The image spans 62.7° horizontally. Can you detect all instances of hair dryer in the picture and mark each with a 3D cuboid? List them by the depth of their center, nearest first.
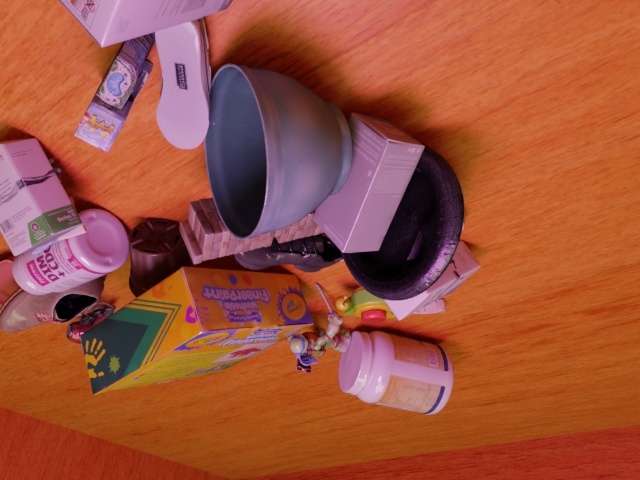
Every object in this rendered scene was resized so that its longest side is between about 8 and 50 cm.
[{"bbox_3d":[-0.718,0.279,1.684,0.224,0.080,0.293,-8,156,10],"label":"hair dryer"}]

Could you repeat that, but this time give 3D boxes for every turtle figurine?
[{"bbox_3d":[-0.018,0.253,1.594,0.198,0.274,0.266,-34,154,11],"label":"turtle figurine"}]

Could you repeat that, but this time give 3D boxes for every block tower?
[{"bbox_3d":[-0.110,-0.048,1.081,0.335,0.091,0.097,-15,150,-27],"label":"block tower"}]

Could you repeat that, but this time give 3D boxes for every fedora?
[{"bbox_3d":[0.188,-0.040,1.093,0.152,0.334,0.334,-5,155,-41],"label":"fedora"}]

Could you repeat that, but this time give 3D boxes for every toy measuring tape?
[{"bbox_3d":[0.206,0.170,1.459,0.330,0.121,0.121,1,144,-10],"label":"toy measuring tape"}]

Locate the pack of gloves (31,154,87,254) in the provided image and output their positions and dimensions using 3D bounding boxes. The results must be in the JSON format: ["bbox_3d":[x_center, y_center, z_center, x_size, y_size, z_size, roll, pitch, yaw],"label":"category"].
[{"bbox_3d":[-0.636,-0.081,1.206,0.232,0.046,0.195,-18,99,28],"label":"pack of gloves"}]

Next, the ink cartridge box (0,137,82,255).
[{"bbox_3d":[-0.630,-0.093,1.121,0.153,0.087,0.208,-20,99,30],"label":"ink cartridge box"}]

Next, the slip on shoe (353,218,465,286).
[{"bbox_3d":[0.204,0.023,1.266,0.123,0.101,0.331,34,133,-31],"label":"slip on shoe"}]

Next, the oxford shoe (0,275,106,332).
[{"bbox_3d":[-0.765,0.183,1.469,0.348,0.130,0.123,-29,134,9],"label":"oxford shoe"}]

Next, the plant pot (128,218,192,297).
[{"bbox_3d":[-0.405,0.046,1.316,0.167,0.167,0.165,6,136,-3],"label":"plant pot"}]

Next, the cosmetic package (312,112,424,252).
[{"bbox_3d":[0.085,-0.105,1.002,0.107,0.127,0.238,0,123,-38],"label":"cosmetic package"}]

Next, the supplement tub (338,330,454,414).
[{"bbox_3d":[0.237,0.417,1.680,0.316,0.228,0.228,16,142,-15],"label":"supplement tub"}]

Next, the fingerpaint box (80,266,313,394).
[{"bbox_3d":[-0.296,0.222,1.338,0.371,0.163,0.445,-31,160,25],"label":"fingerpaint box"}]

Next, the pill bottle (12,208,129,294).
[{"bbox_3d":[-0.631,0.038,1.316,0.283,0.160,0.160,-21,137,29],"label":"pill bottle"}]

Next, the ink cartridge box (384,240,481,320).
[{"bbox_3d":[0.269,0.098,1.287,0.203,0.086,0.148,-22,158,-34],"label":"ink cartridge box"}]

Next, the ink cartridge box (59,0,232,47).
[{"bbox_3d":[-0.167,-0.421,0.648,0.130,0.272,0.309,48,132,-4],"label":"ink cartridge box"}]

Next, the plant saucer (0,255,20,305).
[{"bbox_3d":[-0.889,0.137,1.570,0.258,0.047,0.259,-17,139,26],"label":"plant saucer"}]

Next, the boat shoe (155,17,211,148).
[{"bbox_3d":[-0.234,-0.282,0.910,0.096,0.088,0.267,8,138,1],"label":"boat shoe"}]

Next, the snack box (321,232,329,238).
[{"bbox_3d":[0.000,0.000,1.319,0.178,0.022,0.064,24,138,-24],"label":"snack box"}]

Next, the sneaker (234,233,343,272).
[{"bbox_3d":[-0.063,0.010,1.177,0.286,0.109,0.130,4,168,-41],"label":"sneaker"}]

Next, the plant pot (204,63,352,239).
[{"bbox_3d":[-0.068,-0.159,0.936,0.196,0.293,0.293,-9,151,-29],"label":"plant pot"}]

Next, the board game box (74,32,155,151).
[{"bbox_3d":[-0.332,-0.253,0.872,0.060,0.194,0.194,28,138,-28],"label":"board game box"}]
